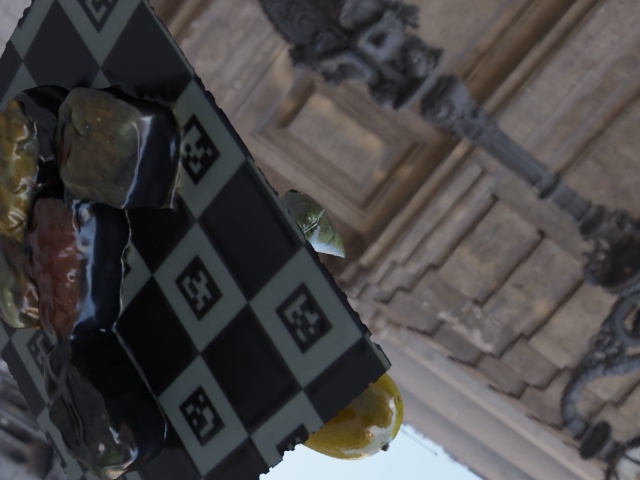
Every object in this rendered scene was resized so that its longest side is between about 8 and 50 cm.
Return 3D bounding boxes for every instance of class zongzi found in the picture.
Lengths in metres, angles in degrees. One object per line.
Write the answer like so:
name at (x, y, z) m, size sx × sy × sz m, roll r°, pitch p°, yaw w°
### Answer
zongzi at (0.000, 0.000, 1.132) m, size 0.052 × 0.113 × 0.104 m, roll -40°, pitch -158°, yaw 9°

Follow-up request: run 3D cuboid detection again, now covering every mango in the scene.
mango at (0.004, 0.156, 0.996) m, size 0.076 × 0.161 × 0.103 m, roll 85°, pitch 30°, yaw -70°

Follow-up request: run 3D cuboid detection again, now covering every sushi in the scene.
sushi at (-0.166, 0.029, 0.665) m, size 0.064 × 0.359 × 0.343 m, roll -18°, pitch 159°, yaw -48°
